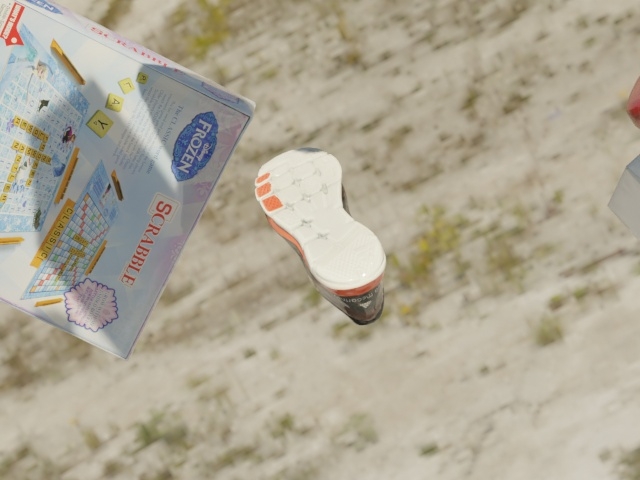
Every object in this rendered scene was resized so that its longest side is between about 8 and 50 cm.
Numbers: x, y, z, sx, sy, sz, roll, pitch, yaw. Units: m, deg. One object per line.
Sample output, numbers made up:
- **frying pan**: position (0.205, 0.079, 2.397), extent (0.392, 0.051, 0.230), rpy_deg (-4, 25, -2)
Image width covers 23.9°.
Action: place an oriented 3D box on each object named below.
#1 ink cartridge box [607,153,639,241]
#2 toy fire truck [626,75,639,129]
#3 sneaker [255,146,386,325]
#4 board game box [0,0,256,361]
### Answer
- **ink cartridge box**: position (0.336, -0.077, 1.235), extent (0.190, 0.082, 0.139), rpy_deg (-40, -12, -5)
- **toy fire truck**: position (0.293, -0.114, 0.642), extent (0.302, 0.169, 0.254), rpy_deg (-52, 3, -26)
- **sneaker**: position (0.000, 0.000, 0.995), extent (0.061, 0.065, 0.158), rpy_deg (-20, 41, -5)
- **board game box**: position (-0.279, -0.075, 1.618), extent (0.319, 0.318, 0.066), rpy_deg (-61, 8, 18)
